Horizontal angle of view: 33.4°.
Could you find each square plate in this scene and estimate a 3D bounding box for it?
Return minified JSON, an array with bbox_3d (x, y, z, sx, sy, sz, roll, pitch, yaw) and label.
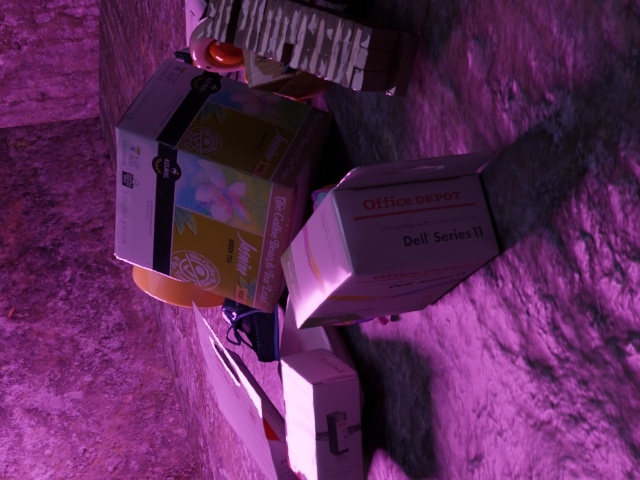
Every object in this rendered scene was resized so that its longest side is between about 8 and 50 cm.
[{"bbox_3d":[0.002,0.275,2.050,0.347,0.049,0.344,100,153,-45],"label":"square plate"}]

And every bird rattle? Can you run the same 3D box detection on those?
[{"bbox_3d":[-0.131,-0.358,1.914,0.253,0.207,0.143,127,129,-70],"label":"bird rattle"}]

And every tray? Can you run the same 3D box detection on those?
[{"bbox_3d":[-0.303,-0.548,2.596,0.145,0.030,0.270,-129,34,-54],"label":"tray"}]

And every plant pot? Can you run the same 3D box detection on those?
[{"bbox_3d":[-0.306,0.001,2.570,0.254,0.254,0.239,52,130,56],"label":"plant pot"}]

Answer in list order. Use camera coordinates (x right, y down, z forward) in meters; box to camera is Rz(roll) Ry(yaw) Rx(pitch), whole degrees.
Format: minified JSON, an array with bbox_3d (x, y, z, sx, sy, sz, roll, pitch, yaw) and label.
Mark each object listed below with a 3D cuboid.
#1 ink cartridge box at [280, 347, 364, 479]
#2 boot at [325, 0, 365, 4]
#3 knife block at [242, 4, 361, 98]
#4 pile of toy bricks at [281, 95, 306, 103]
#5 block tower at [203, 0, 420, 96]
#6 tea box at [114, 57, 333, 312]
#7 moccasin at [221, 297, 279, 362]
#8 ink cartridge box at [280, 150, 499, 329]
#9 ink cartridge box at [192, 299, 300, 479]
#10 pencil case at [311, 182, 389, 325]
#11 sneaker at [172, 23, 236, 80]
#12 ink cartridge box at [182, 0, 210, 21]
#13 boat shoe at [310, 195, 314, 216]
[{"bbox_3d":[0.003,0.316,1.855,0.158,0.092,0.218,-153,58,-64],"label":"ink cartridge box"},{"bbox_3d":[0.022,-0.449,1.622,0.198,0.077,0.137,-124,36,-50],"label":"boot"},{"bbox_3d":[0.007,-0.310,1.739,0.275,0.242,0.088,-2,-97,-63],"label":"knife block"},{"bbox_3d":[-0.072,-0.196,2.001,0.105,0.118,0.212,41,145,-2],"label":"pile of toy bricks"},{"bbox_3d":[-0.021,-0.295,1.537,0.335,0.097,0.091,25,110,35],"label":"block tower"},{"bbox_3d":[-0.177,-0.094,1.899,0.329,0.323,0.220,101,-170,-47],"label":"tea box"},{"bbox_3d":[-0.158,0.158,2.286,0.342,0.116,0.138,-116,27,-64],"label":"moccasin"},{"bbox_3d":[0.093,0.009,1.403,0.353,0.207,0.119,128,132,-66],"label":"ink cartridge box"},{"bbox_3d":[-0.138,0.324,2.219,0.308,0.091,0.385,49,157,39],"label":"ink cartridge box"},{"bbox_3d":[0.047,0.023,1.731,0.104,0.104,0.236,-171,71,-71],"label":"pencil case"},{"bbox_3d":[-0.294,-0.420,2.432,0.094,0.153,0.235,103,152,-44],"label":"sneaker"},{"bbox_3d":[-0.137,-0.457,1.864,0.045,0.206,0.208,59,170,-9],"label":"ink cartridge box"},{"bbox_3d":[0.000,0.000,1.881,0.228,0.076,0.080,101,153,-46],"label":"boat shoe"}]
